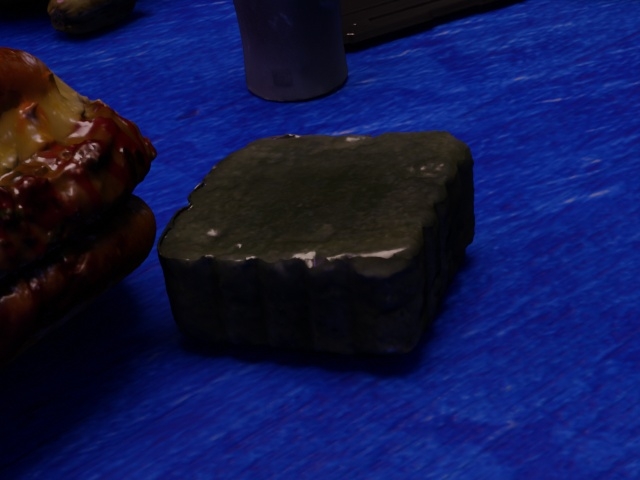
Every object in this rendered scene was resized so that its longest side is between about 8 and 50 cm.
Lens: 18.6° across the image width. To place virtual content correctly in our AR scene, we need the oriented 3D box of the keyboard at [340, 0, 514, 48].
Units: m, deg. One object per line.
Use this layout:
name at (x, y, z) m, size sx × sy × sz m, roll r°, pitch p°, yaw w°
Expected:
keyboard at (0.097, -0.222, 1.764) m, size 0.262 × 0.016 × 0.106 m, roll -19°, pitch 32°, yaw -22°

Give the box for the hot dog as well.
hot dog at (-0.248, 0.003, 1.198) m, size 0.223 × 0.185 × 0.405 m, roll -29°, pitch 7°, yaw 46°

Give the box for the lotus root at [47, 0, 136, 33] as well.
lotus root at (-0.203, -0.220, 1.775) m, size 0.099 × 0.054 × 0.049 m, roll -23°, pitch 55°, yaw -26°

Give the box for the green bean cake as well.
green bean cake at (0.000, 0.000, 1.319) m, size 0.185 × 0.094 × 0.183 m, roll 4°, pitch 32°, yaw 17°

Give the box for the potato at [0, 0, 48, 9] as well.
potato at (-0.228, -0.339, 1.853) m, size 0.218 × 0.202 × 0.351 m, roll 17°, pitch 49°, yaw 30°

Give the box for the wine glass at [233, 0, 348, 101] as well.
wine glass at (-0.033, -0.232, 1.590) m, size 0.103 × 0.231 × 0.103 m, roll -4°, pitch 32°, yaw 3°
